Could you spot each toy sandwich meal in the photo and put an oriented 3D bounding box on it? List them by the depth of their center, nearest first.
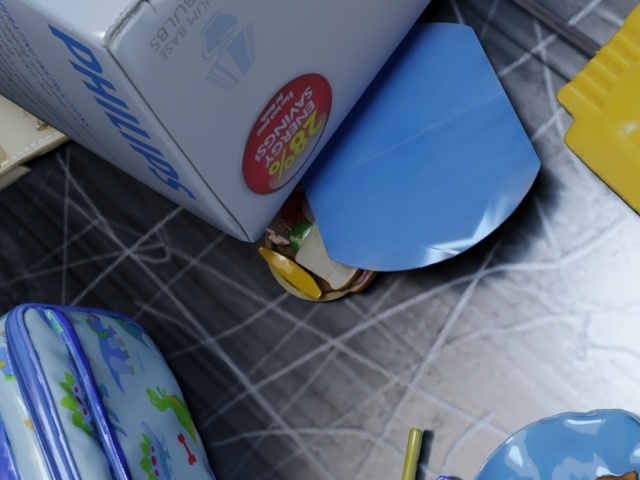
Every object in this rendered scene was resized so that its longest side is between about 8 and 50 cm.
[{"bbox_3d":[0.000,0.000,0.822,0.086,0.029,0.085,-4,79,22],"label":"toy sandwich meal"}]

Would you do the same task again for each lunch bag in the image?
[{"bbox_3d":[-0.128,0.146,0.770,0.090,0.176,0.219,-29,70,16],"label":"lunch bag"}]

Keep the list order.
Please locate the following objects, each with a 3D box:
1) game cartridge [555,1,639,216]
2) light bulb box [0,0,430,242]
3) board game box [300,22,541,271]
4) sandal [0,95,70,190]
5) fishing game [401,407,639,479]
[{"bbox_3d":[0.302,-0.098,0.654,0.323,0.053,0.285,-46,47,8],"label":"game cartridge"},{"bbox_3d":[-0.103,-0.257,0.764,0.361,0.225,0.358,30,77,25],"label":"light bulb box"},{"bbox_3d":[0.055,-0.051,0.803,0.133,0.033,0.168,-27,56,9],"label":"board game box"},{"bbox_3d":[-0.186,-0.113,0.893,0.240,0.079,0.088,-37,69,13],"label":"sandal"},{"bbox_3d":[0.155,0.183,0.721,0.264,0.041,0.189,13,89,24],"label":"fishing game"}]
